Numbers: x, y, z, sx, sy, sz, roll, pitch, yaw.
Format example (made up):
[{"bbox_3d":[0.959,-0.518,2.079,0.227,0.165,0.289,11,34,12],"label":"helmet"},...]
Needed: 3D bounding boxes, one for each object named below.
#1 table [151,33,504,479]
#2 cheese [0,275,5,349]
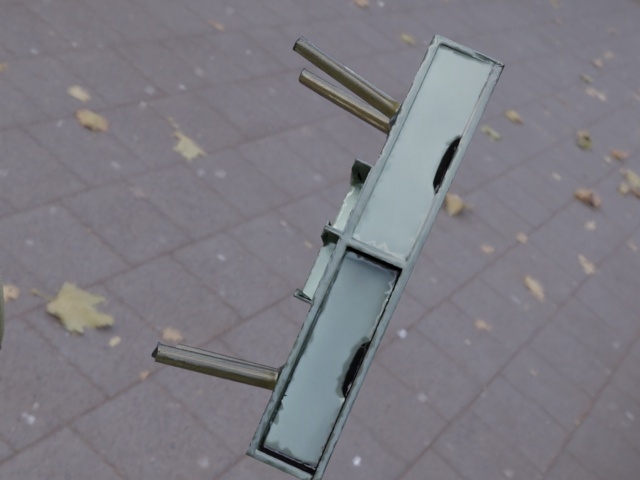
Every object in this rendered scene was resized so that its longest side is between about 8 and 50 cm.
[{"bbox_3d":[0.000,0.000,0.609,0.111,0.240,0.121,24,-5,3],"label":"table"},{"bbox_3d":[-0.249,0.038,0.754,0.048,0.092,0.171,-11,7,-25],"label":"cheese"}]
